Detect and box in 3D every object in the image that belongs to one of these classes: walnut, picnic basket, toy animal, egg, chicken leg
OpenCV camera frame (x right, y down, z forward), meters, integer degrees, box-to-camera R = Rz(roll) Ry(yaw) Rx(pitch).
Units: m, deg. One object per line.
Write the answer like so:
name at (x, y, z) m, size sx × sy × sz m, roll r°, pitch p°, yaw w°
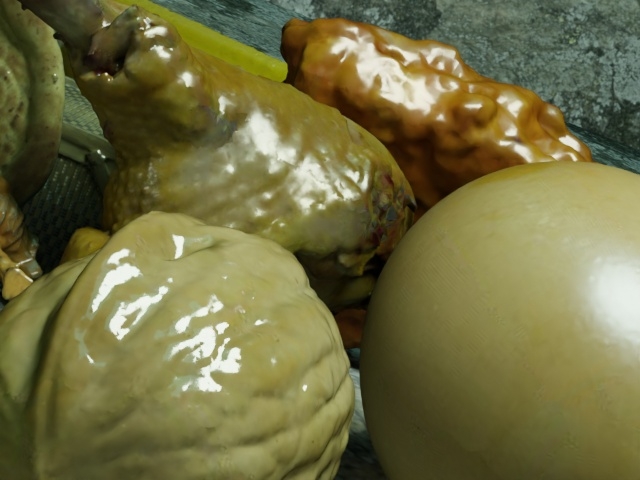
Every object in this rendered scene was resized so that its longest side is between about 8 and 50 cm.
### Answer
walnut at (-0.096, 0.096, 1.020) m, size 0.225 × 0.225 × 0.261 m, roll 28°, pitch 20°, yaw 14°
picnic basket at (-0.233, -0.056, 1.480) m, size 0.267 × 0.139 × 0.165 m, roll 24°, pitch 14°, yaw 2°
toy animal at (-0.323, -0.017, 1.293) m, size 0.255 × 0.114 × 0.116 m, roll 6°, pitch -2°, yaw -21°
egg at (0.180, 0.103, 1.243) m, size 0.301 × 0.301 × 0.374 m, roll 20°, pitch 19°, yaw -13°
chicken leg at (-0.116, -0.044, 1.288) m, size 0.409 × 0.295 × 0.182 m, roll 48°, pitch -14°, yaw -31°

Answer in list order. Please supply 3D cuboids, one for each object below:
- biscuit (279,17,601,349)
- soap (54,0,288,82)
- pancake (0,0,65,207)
biscuit at (0.070, -0.020, 1.504) m, size 0.318 × 0.312 × 0.110 m, roll 24°, pitch 36°, yaw -4°
soap at (-0.122, -0.109, 1.682) m, size 0.315 × 0.199 × 0.091 m, roll 25°, pitch 44°, yaw 26°
pancake at (-0.316, -0.115, 1.376) m, size 0.250 × 0.250 × 0.031 m, roll 24°, pitch 2°, yaw 1°
